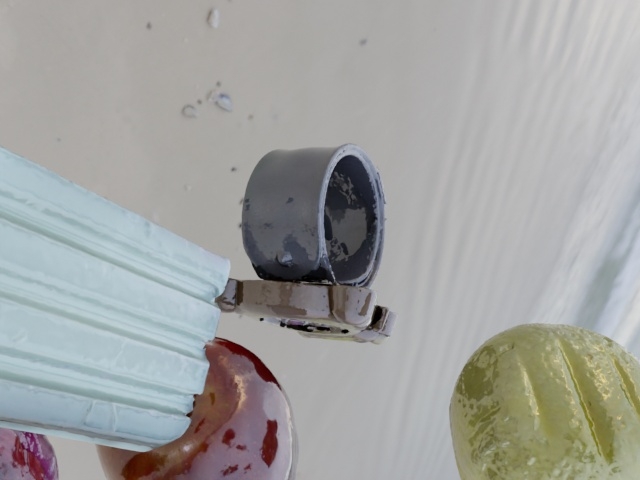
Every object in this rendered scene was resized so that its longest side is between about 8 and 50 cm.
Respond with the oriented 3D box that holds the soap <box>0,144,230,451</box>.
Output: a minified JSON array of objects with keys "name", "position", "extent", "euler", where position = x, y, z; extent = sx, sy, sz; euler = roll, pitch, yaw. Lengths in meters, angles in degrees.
[{"name":"soap","position":[-0.181,0.038,0.459],"extent":[0.261,0.094,0.150],"euler":[34,63,-51]}]

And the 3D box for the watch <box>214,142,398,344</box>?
[{"name":"watch","position":[0.000,0.000,1.345],"extent":[0.335,0.314,0.326],"euler":[33,62,-59]}]

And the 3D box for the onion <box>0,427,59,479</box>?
[{"name":"onion","position":[-0.408,0.281,0.831],"extent":[0.227,0.120,0.283],"euler":[-14,131,-25]}]

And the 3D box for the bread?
[{"name":"bread","position":[0.353,0.272,1.104],"extent":[0.321,0.320,0.237],"euler":[-34,160,-44]}]

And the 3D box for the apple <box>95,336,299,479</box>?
[{"name":"apple","position":[-0.168,0.292,1.075],"extent":[0.288,0.288,0.316],"euler":[-47,141,-27]}]
